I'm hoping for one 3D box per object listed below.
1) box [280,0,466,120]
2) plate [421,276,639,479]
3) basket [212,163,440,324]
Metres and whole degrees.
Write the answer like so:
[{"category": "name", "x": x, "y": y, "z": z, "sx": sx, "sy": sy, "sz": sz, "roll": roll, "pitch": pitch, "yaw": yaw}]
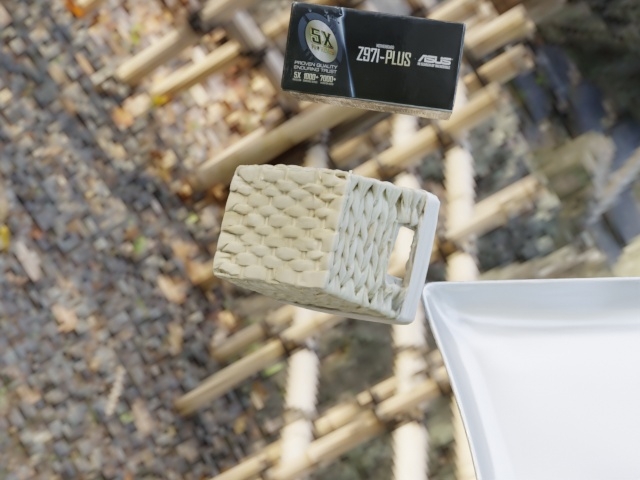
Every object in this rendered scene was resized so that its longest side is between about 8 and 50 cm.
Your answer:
[{"category": "box", "x": 0.048, "y": -0.155, "z": 1.409, "sx": 0.180, "sy": 0.147, "sz": 0.077, "roll": -26, "pitch": 125, "yaw": -85}, {"category": "plate", "x": 0.236, "y": 0.140, "z": 1.286, "sx": 0.278, "sy": 0.045, "sz": 0.277, "roll": -2, "pitch": 43, "yaw": -12}, {"category": "basket", "x": 0.000, "y": 0.000, "z": 1.339, "sx": 0.103, "sy": 0.167, "sz": 0.113, "roll": 16, "pitch": 83, "yaw": -39}]
